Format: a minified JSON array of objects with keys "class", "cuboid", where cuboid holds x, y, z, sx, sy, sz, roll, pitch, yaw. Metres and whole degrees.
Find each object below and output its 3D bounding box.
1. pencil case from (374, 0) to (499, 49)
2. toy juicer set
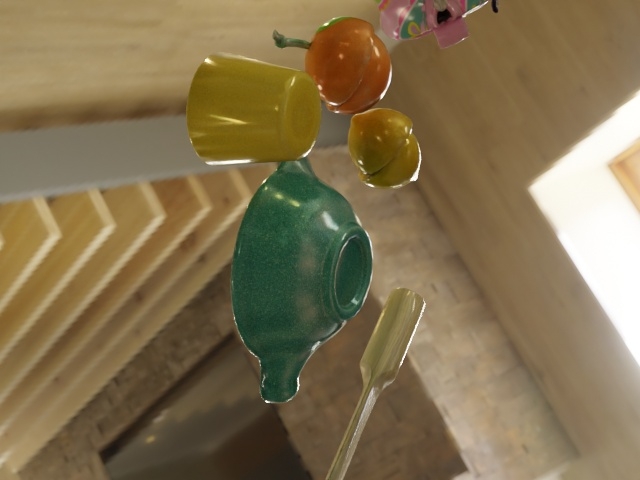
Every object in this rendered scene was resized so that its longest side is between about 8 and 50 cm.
[{"class":"pencil case","cuboid":[0.065,-0.314,0.992,0.124,0.284,0.124,-18,30,11]},{"class":"toy juicer set","cuboid":[0.000,0.000,0.791,0.090,0.329,0.209,7,33,27]}]
